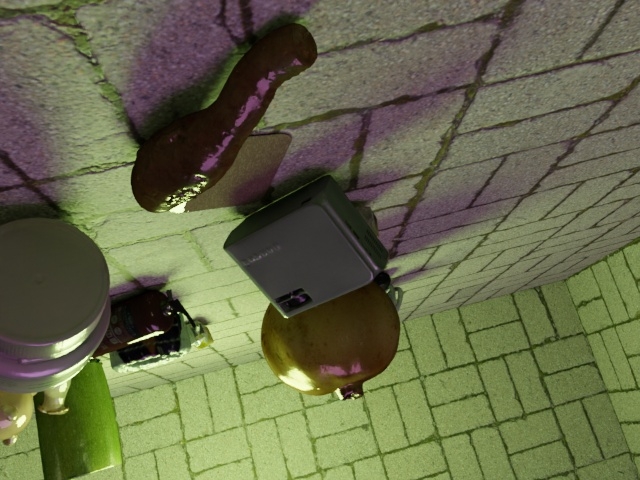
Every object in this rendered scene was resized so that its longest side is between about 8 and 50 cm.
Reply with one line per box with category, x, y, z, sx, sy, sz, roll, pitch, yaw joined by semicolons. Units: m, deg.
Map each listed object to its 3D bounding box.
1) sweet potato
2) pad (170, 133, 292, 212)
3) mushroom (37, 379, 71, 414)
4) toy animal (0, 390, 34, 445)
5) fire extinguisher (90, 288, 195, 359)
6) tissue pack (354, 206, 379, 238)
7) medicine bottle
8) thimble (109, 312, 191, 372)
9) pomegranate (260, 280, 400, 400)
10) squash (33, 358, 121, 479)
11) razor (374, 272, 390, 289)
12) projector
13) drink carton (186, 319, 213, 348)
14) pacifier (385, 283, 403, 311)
sweet potato;-0.146;-0.126;0.771;0.109;0.109;0.385;0;157;-42
pad;-0.154;-0.104;1.008;0.176;0.002;0.266;-9;163;-21
mushroom;-0.854;0.467;1.977;0.088;0.212;0.097;27;-160;35
toy animal;-0.955;0.474;1.774;0.277;0.247;0.345;-5;161;-27
fire extinguisher;-0.474;0.212;1.548;0.337;0.135;0.114;-22;178;19
tissue pack;0.000;0.000;1.348;0.186;0.090;0.222;-3;159;-29
medicine bottle;-0.469;0.110;1.006;0.241;0.241;0.302;-6;162;-30
thimble;-0.477;0.275;1.728;0.237;0.150;0.237;-15;165;-4
pomegranate;0.032;0.281;1.808;0.416;0.417;0.417;-14;164;-4
squash;-0.855;0.627;2.149;0.263;0.384;0.263;-15;167;-4
razor;0.191;0.155;2.111;0.090;0.054;0.148;-16;165;-13
projector;-0.027;0.016;1.169;0.250;0.198;0.108;-27;-156;30
drink carton;-0.411;0.312;2.035;0.074;0.084;0.200;-25;164;-4
pacifier;0.155;0.252;2.235;0.233;0.244;0.299;19;-179;-10
